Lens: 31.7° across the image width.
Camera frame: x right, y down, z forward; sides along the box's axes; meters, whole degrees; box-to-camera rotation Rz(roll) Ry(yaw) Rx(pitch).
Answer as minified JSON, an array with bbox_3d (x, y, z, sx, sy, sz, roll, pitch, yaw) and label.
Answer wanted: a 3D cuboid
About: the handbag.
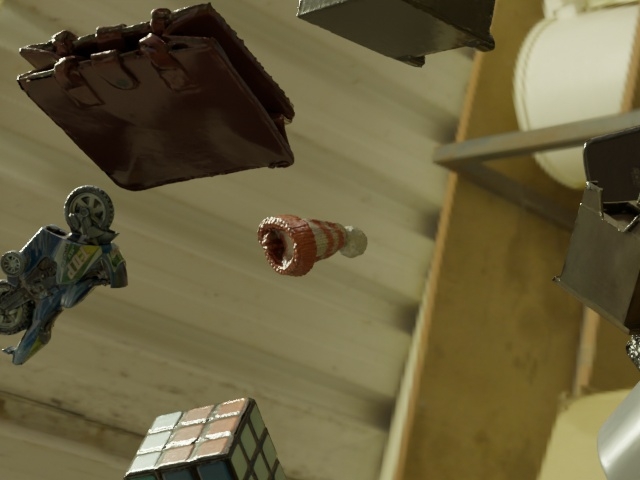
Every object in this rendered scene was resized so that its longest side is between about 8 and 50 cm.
[{"bbox_3d":[-0.185,-0.163,1.340,0.275,0.260,0.084,51,-143,-58],"label":"handbag"}]

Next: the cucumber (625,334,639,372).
[{"bbox_3d":[0.393,0.157,1.304,0.033,0.135,0.034,4,-56,-21],"label":"cucumber"}]

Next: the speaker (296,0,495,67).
[{"bbox_3d":[0.137,-0.410,1.779,0.254,0.232,0.184,17,-100,-34],"label":"speaker"}]

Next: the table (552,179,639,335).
[{"bbox_3d":[0.223,0.008,0.786,0.070,0.083,0.082,-3,-63,-28],"label":"table"}]

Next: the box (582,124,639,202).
[{"bbox_3d":[0.394,-0.079,1.399,0.027,0.125,0.126,-13,-90,-61],"label":"box"}]

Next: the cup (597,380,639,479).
[{"bbox_3d":[0.443,0.133,0.995,0.253,0.253,0.371,14,-60,-33],"label":"cup"}]

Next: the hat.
[{"bbox_3d":[0.000,0.000,1.694,0.162,0.112,0.093,-12,-72,-33],"label":"hat"}]

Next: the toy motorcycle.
[{"bbox_3d":[-0.337,0.051,1.464,0.135,0.092,0.254,45,-78,1],"label":"toy motorcycle"}]

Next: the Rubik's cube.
[{"bbox_3d":[-0.155,0.334,1.562,0.163,0.161,0.162,-69,-38,-64],"label":"Rubik's cube"}]
